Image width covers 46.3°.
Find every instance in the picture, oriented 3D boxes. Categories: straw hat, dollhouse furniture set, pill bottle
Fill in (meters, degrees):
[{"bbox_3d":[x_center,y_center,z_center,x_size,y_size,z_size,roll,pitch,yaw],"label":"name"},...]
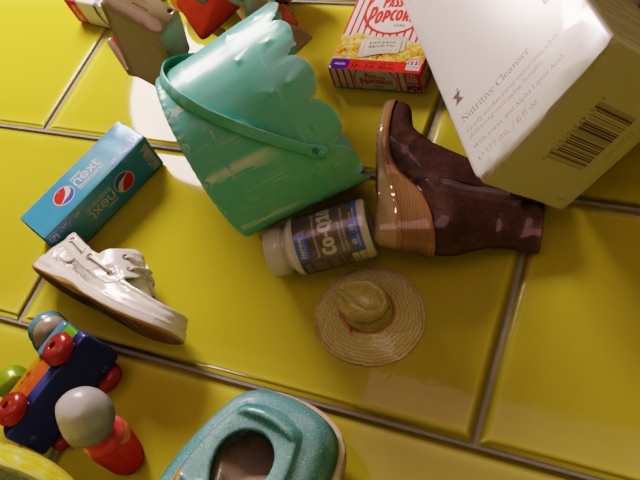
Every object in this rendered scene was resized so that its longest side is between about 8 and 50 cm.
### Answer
[{"bbox_3d":[0.054,0.077,0.908,0.144,0.061,0.144,-8,57,13],"label":"straw hat"},{"bbox_3d":[-0.181,-0.349,1.065,0.212,0.161,0.242,29,72,11],"label":"dollhouse furniture set"},{"bbox_3d":[0.000,0.000,0.963,0.137,0.078,0.078,-16,55,11],"label":"pill bottle"},{"bbox_3d":[-0.188,-0.353,1.158,0.259,0.135,0.262,-38,81,19],"label":"dollhouse furniture set"}]

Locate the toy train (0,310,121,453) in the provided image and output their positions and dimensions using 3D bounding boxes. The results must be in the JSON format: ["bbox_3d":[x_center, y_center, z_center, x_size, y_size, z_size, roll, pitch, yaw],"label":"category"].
[{"bbox_3d":[-0.379,0.211,0.953,0.143,0.105,0.248,25,75,46],"label":"toy train"}]

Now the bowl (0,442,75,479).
[{"bbox_3d":[-0.359,0.330,0.805,0.289,0.289,0.156,-25,12,1],"label":"bowl"}]

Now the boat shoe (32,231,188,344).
[{"bbox_3d":[-0.273,0.052,1.008,0.277,0.098,0.096,22,69,30],"label":"boat shoe"}]

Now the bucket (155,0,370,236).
[{"bbox_3d":[-0.075,-0.152,0.977,0.183,0.281,0.281,-29,54,4],"label":"bucket"}]

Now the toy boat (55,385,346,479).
[{"bbox_3d":[-0.146,0.253,0.799,0.318,0.148,0.267,15,57,28],"label":"toy boat"}]

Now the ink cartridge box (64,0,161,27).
[{"bbox_3d":[-0.379,-0.451,1.384,0.150,0.063,0.109,19,66,27],"label":"ink cartridge box"}]

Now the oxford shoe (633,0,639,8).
[{"bbox_3d":[0.401,-0.305,0.999,0.132,0.130,0.364,7,62,32],"label":"oxford shoe"}]

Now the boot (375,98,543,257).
[{"bbox_3d":[0.175,-0.084,0.976,0.206,0.090,0.248,1,56,4],"label":"boot"}]

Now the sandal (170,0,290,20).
[{"bbox_3d":[-0.142,-0.405,1.264,0.265,0.102,0.076,-6,58,25],"label":"sandal"}]

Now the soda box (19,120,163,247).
[{"bbox_3d":[-0.342,-0.077,1.131,0.071,0.067,0.210,31,72,32],"label":"soda box"}]

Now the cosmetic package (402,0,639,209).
[{"bbox_3d":[0.255,-0.256,0.926,0.217,0.156,0.385,-51,39,35],"label":"cosmetic package"}]

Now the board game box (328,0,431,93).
[{"bbox_3d":[0.113,-0.316,1.149,0.146,0.045,0.193,9,62,23],"label":"board game box"}]
